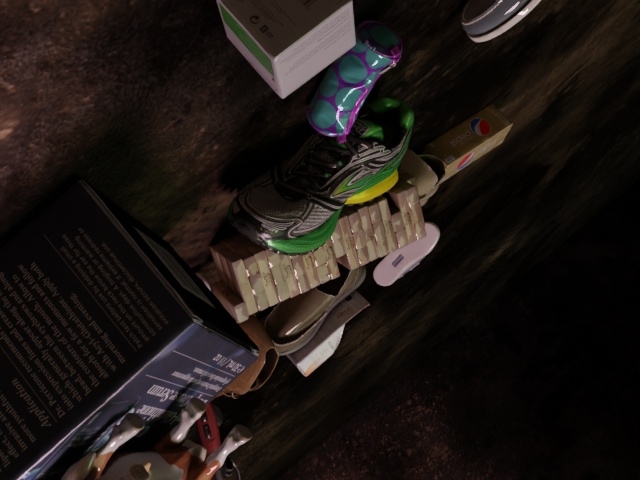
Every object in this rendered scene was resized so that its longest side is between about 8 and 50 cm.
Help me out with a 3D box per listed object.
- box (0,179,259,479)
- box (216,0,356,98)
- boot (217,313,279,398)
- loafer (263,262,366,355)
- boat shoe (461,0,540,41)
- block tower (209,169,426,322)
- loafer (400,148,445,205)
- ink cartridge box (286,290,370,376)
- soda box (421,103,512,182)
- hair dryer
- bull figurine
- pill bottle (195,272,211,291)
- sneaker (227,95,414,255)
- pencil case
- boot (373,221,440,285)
[{"bbox_3d":[-0.307,0.167,1.161,0.395,0.212,0.293,-41,164,-1],"label":"box"},{"bbox_3d":[-0.034,-0.221,1.015,0.102,0.101,0.087,-38,163,-8],"label":"box"},{"bbox_3d":[-0.175,0.250,1.819,0.112,0.115,0.305,-28,160,-47],"label":"boot"},{"bbox_3d":[-0.019,0.104,1.872,0.251,0.094,0.087,-46,158,-16],"label":"loafer"},{"bbox_3d":[0.278,-0.401,1.339,0.099,0.116,0.319,25,128,-25],"label":"boat shoe"},{"bbox_3d":[0.000,0.000,1.493,0.335,0.091,0.097,-25,118,-19],"label":"block tower"},{"bbox_3d":[0.136,-0.102,1.697,0.092,0.102,0.268,-51,170,22],"label":"loafer"},{"bbox_3d":[-0.001,0.156,1.933,0.179,0.145,0.045,-38,127,-8],"label":"ink cartridge box"},{"bbox_3d":[0.265,-0.177,1.855,0.181,0.058,0.061,-32,160,-29],"label":"soda box"},{"bbox_3d":[-0.182,0.263,1.658,0.080,0.224,0.294,-24,128,-6],"label":"hair dryer"},{"bbox_3d":[-0.191,0.270,1.139,0.188,0.101,0.310,-54,162,22],"label":"bull figurine"},{"bbox_3d":[-0.202,0.084,1.472,0.083,0.043,0.043,-33,161,-30],"label":"pill bottle"},{"bbox_3d":[0.003,-0.102,1.380,0.343,0.134,0.146,-40,158,-41],"label":"sneaker"},{"bbox_3d":[0.042,-0.201,1.285,0.064,0.070,0.152,-24,156,-47],"label":"pencil case"},{"bbox_3d":[0.193,0.020,2.175,0.190,0.069,0.086,-43,172,30],"label":"boot"}]
